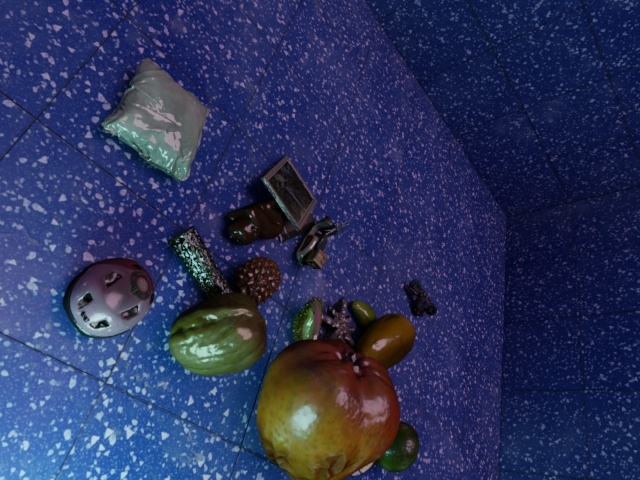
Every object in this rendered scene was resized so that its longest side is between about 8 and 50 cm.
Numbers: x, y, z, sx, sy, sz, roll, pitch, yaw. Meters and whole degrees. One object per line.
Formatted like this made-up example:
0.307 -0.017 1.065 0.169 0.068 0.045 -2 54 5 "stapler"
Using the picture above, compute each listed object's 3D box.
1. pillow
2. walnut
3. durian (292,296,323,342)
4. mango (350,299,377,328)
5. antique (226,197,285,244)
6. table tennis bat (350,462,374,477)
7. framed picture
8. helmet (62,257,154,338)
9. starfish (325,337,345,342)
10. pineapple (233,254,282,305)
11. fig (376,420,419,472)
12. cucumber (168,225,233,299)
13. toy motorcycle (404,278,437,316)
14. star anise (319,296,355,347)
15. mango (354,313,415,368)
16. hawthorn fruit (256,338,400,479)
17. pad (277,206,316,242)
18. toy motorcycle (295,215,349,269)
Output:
-0.484 -0.373 1.443 0.283 0.138 0.310 35 56 -38 "pillow"
-0.291 0.275 1.375 0.283 0.283 0.227 28 33 -43 "walnut"
-0.051 0.303 1.765 0.137 0.095 0.221 -36 139 -70 "durian"
0.191 0.325 2.083 0.165 0.074 0.091 49 45 -30 "mango"
-0.226 -0.061 1.677 0.257 0.121 0.143 -27 108 -58 "antique"
0.108 0.809 1.805 0.215 0.044 0.329 42 54 -1 "table tennis bat"
-0.112 -0.191 1.829 0.241 0.020 0.324 57 22 -13 "framed picture"
-0.523 0.139 1.224 0.253 0.154 0.198 -36 105 -45 "helmet"
0.023 0.444 1.791 0.146 0.190 0.074 -13 44 -33 "starfish"
-0.219 0.142 1.576 0.193 0.166 0.166 -38 108 -60 "pineapple"
0.265 0.835 1.938 0.235 0.203 0.203 16 64 -22 "fig"
-0.343 0.128 1.486 0.096 0.096 0.359 -45 112 -47 "cucumber"
0.511 0.308 2.465 0.213 0.122 0.082 57 16 -2 "toy motorcycle"
0.065 0.347 1.905 0.229 0.093 0.236 30 66 -37 "star anise"
0.269 0.442 2.007 0.182 0.253 0.365 37 25 23 "mango"
0.013 0.551 1.506 0.471 0.471 0.472 20 63 -46 "hawthorn fruit"
-0.113 -0.103 1.899 0.233 0.022 0.174 -26 98 -51 "pad"
0.000 0.000 1.882 0.091 0.157 0.263 49 55 -30 "toy motorcycle"
